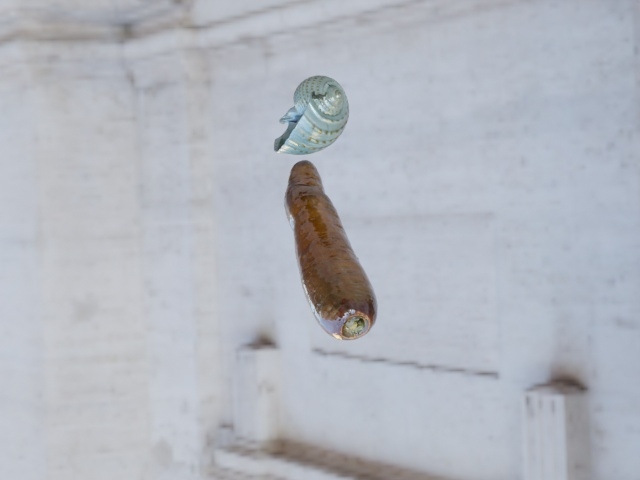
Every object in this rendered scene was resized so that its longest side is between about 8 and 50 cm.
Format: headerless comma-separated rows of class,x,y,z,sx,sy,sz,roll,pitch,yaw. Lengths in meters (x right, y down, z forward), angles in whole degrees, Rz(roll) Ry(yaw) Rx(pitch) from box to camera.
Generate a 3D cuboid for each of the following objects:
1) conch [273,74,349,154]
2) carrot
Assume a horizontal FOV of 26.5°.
conch,-0.006,-0.108,1.244,0.056,0.076,0.085,26,144,-6
carrot,0.000,0.000,1.227,0.059,0.059,0.248,-3,-141,-14
